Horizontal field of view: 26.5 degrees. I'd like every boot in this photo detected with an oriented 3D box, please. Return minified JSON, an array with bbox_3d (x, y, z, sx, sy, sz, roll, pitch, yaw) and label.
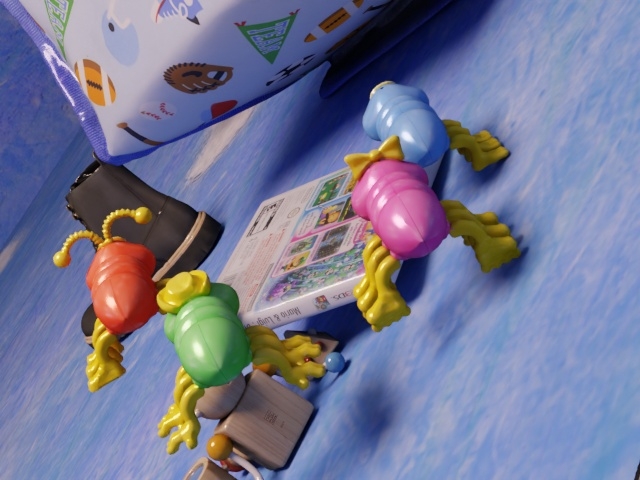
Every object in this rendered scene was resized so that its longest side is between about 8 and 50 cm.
[{"bbox_3d":[-0.201,0.005,1.274,0.198,0.137,0.077,-44,18,30],"label":"boot"}]

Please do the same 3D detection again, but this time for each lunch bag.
[{"bbox_3d":[-0.013,-0.254,1.103,0.385,0.239,0.328,-29,-4,-38],"label":"lunch bag"}]

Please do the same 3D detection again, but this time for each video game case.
[{"bbox_3d":[0.000,0.000,0.847,0.143,0.019,0.157,-21,25,29],"label":"video game case"}]

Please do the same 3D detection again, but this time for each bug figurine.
[{"bbox_3d":[-0.019,-0.002,0.745,0.279,0.072,0.216,-30,25,-3],"label":"bug figurine"}]

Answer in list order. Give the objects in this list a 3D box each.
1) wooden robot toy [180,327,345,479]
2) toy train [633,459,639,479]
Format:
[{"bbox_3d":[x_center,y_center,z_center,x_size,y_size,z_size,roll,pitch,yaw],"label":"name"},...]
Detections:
[{"bbox_3d":[-0.056,0.102,0.777,0.076,0.079,0.173,-25,31,57],"label":"wooden robot toy"},{"bbox_3d":[0.139,0.036,0.476,0.158,0.027,0.036,-63,8,-29],"label":"toy train"}]
